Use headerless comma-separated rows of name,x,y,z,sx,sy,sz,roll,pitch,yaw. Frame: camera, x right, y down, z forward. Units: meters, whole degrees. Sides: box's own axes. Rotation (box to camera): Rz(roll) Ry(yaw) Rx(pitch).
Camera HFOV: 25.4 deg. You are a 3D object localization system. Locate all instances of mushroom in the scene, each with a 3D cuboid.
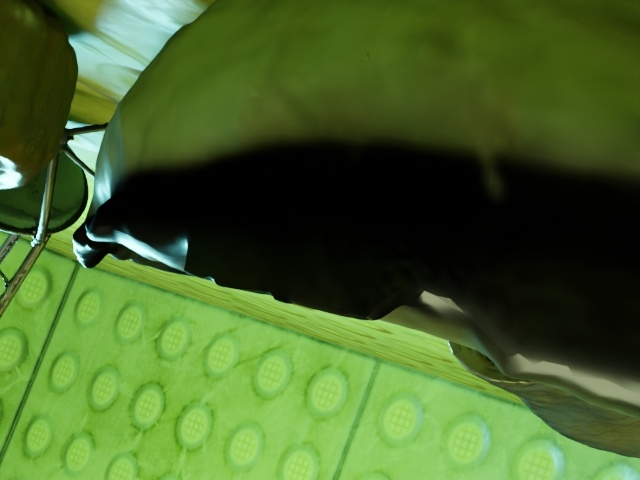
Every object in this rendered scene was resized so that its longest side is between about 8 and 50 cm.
mushroom,0.070,-0.020,0.469,0.247,0.130,0.344,6,-175,-38

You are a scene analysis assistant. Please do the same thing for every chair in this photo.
chair,-0.250,-0.052,1.110,0.160,0.170,0.325,28,128,-21

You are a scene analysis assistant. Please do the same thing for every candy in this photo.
candy,-0.260,-0.104,0.777,0.260,0.118,0.260,18,173,2

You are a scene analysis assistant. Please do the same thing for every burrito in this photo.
burrito,0.183,0.075,0.929,0.143,0.105,0.299,12,168,33
